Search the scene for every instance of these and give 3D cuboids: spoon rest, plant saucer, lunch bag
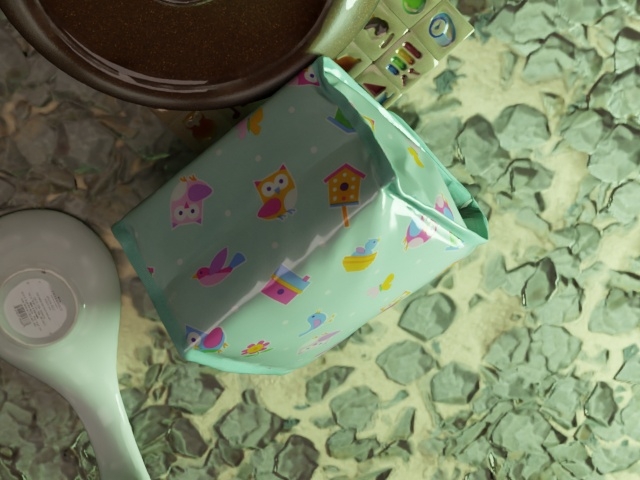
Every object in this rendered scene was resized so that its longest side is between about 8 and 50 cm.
[{"bbox_3d":[-0.217,0.102,1.308,0.137,0.084,0.276,-20,106,0],"label":"spoon rest"},{"bbox_3d":[-0.098,-0.214,1.083,0.310,0.050,0.311,0,126,0],"label":"plant saucer"},{"bbox_3d":[0.000,0.000,1.223,0.223,0.160,0.262,-39,154,13],"label":"lunch bag"}]

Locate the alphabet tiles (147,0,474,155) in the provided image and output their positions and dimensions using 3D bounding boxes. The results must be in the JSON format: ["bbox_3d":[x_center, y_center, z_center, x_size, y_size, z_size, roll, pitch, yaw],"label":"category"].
[{"bbox_3d":[-0.026,-0.158,1.230,0.237,0.009,0.198,-41,117,13],"label":"alphabet tiles"}]
